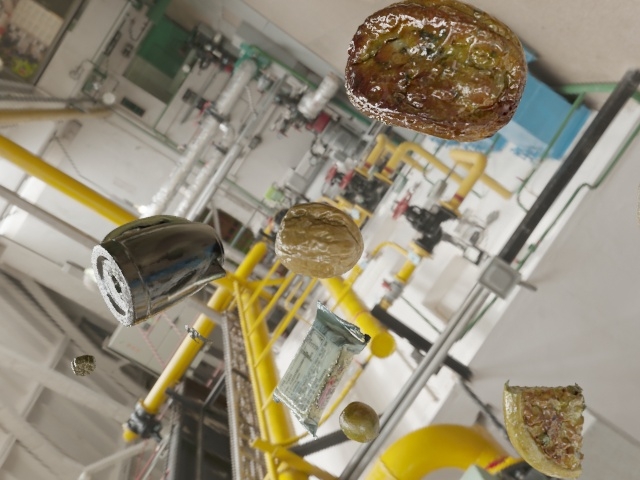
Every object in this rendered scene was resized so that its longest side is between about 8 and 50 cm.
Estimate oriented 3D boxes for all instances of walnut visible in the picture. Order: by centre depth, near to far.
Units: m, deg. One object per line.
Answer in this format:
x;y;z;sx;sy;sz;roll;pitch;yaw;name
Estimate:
0.000;0.000;1.808;0.257;0.257;0.225;33;-153;-9;walnut

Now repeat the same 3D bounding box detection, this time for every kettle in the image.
-0.430;0.039;1.681;0.324;0.229;0.321;-24;-133;-35;kettle

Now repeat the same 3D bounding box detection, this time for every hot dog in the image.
0.223;-0.351;1.290;0.387;0.267;0.174;22;-174;22;hot dog

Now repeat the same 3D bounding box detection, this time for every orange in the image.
0.088;0.404;1.387;0.095;0.085;0.085;41;-174;19;orange

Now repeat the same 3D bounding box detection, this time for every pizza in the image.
0.482;0.376;1.288;0.292;0.197;0.058;53;168;-17;pizza

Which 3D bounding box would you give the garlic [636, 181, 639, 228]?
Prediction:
0.839;-0.060;1.371;0.321;0.241;0.322;28;-132;-36;garlic

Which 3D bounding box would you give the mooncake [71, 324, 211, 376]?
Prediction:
-0.437;0.266;1.530;0.150;0.346;0.057;42;-151;-48;mooncake

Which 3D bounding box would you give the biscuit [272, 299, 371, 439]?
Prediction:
-0.006;0.333;1.606;0.186;0.309;0.079;32;-173;37;biscuit
